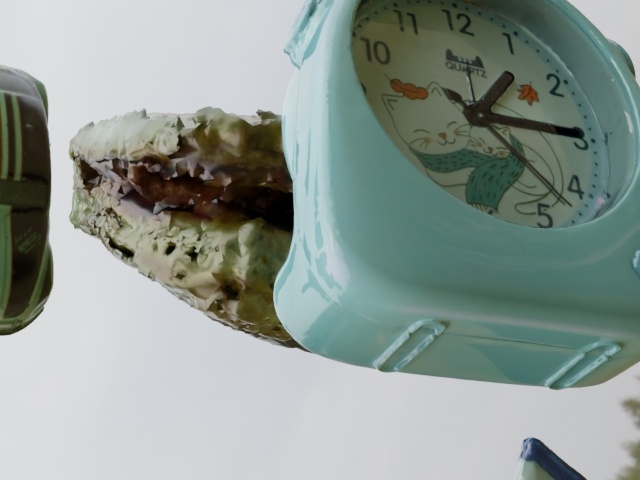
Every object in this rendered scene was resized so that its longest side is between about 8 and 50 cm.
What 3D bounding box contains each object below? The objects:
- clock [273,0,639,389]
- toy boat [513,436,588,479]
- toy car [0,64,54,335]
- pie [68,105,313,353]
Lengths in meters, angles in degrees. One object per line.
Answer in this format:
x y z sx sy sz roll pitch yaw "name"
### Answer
0.081 -0.057 0.684 0.094 0.224 0.274 129 145 -50 "clock"
0.163 0.185 0.724 0.229 0.080 0.045 46 -114 -41 "toy boat"
-0.336 -0.060 1.254 0.125 0.136 0.305 -36 55 48 "toy car"
-0.018 -0.002 1.024 0.418 0.395 0.180 -179 99 -74 "pie"
